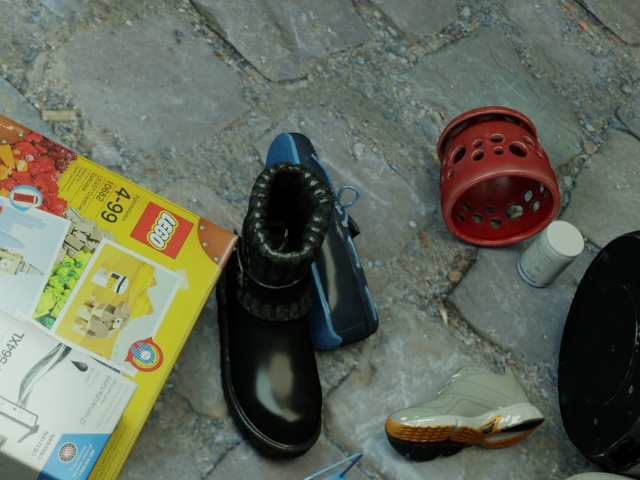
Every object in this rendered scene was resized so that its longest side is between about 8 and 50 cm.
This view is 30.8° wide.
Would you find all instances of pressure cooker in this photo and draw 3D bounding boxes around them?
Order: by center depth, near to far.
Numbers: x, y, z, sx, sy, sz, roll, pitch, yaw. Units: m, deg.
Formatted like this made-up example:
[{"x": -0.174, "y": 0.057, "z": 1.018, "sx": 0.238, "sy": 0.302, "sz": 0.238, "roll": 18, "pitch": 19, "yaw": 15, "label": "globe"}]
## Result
[{"x": 0.607, "y": 0.192, "z": 1.729, "sx": 0.421, "sy": 0.375, "sz": 0.369, "roll": 12, "pitch": 44, "yaw": -10, "label": "pressure cooker"}]

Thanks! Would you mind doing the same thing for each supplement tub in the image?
[{"x": 0.376, "y": 0.023, "z": 1.908, "sx": 0.071, "sy": 0.107, "sz": 0.071, "roll": 11, "pitch": 55, "yaw": -17, "label": "supplement tub"}]

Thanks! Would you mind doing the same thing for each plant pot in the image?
[{"x": 0.287, "y": -0.111, "z": 1.911, "sx": 0.191, "sy": 0.191, "sz": 0.174, "roll": 12, "pitch": 49, "yaw": -16, "label": "plant pot"}]

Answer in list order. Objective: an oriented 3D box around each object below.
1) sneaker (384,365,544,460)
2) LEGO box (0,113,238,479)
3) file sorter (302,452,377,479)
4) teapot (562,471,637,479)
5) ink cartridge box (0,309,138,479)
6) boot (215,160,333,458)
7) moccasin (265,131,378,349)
[{"x": 0.197, "y": 0.244, "z": 1.705, "sx": 0.263, "sy": 0.099, "sz": 0.121, "roll": 1, "pitch": 51, "yaw": -32, "label": "sneaker"}, {"x": -0.379, "y": 0.137, "z": 1.452, "sx": 0.373, "sy": 0.193, "sz": 0.500, "roll": 27, "pitch": 52, "yaw": -4, "label": "LEGO box"}, {"x": 0.038, "y": 0.384, "z": 1.526, "sx": 0.118, "sy": 0.104, "sz": 0.170, "roll": -19, "pitch": 68, "yaw": -31, "label": "file sorter"}, {"x": 0.402, "y": 0.453, "z": 1.595, "sx": 0.256, "sy": 0.187, "sz": 0.252, "roll": 17, "pitch": 24, "yaw": 9, "label": "teapot"}, {"x": -0.327, "y": 0.181, "z": 1.267, "sx": 0.203, "sy": 0.086, "sz": 0.148, "roll": 29, "pitch": 52, "yaw": -5, "label": "ink cartridge box"}, {"x": -0.051, "y": 0.094, "z": 1.578, "sx": 0.131, "sy": 0.260, "sz": 0.347, "roll": -4, "pitch": 60, "yaw": -26, "label": "boot"}, {"x": 0.000, "y": 0.000, "z": 1.767, "sx": 0.117, "sy": 0.138, "sz": 0.341, "roll": -3, "pitch": 74, "yaw": -30, "label": "moccasin"}]
